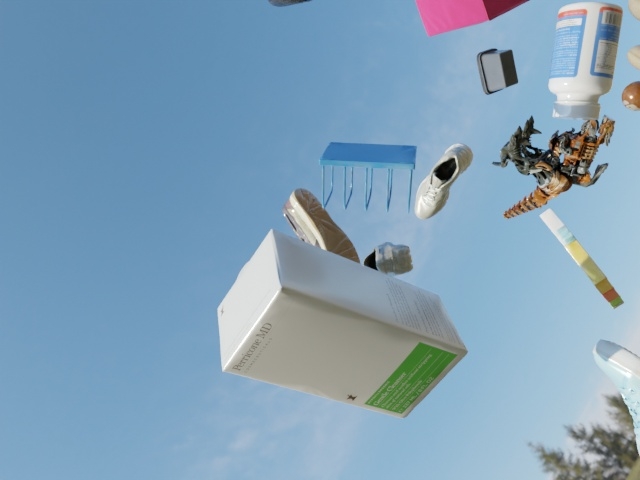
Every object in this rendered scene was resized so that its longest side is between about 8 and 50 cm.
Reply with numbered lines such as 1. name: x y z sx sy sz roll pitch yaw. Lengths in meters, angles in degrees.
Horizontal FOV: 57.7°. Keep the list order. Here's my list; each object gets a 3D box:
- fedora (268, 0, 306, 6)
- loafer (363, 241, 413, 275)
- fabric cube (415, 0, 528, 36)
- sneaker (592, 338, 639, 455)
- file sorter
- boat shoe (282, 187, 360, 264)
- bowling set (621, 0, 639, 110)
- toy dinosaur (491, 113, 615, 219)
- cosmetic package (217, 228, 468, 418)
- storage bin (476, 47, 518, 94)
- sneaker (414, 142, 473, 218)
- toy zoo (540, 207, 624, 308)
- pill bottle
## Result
1. fedora: -0.017 -0.567 1.165 0.334 0.334 0.152 -35 -64 -31
2. loafer: 0.175 0.060 1.682 0.112 0.319 0.112 -10 -95 -7
3. fabric cube: 0.380 -0.672 1.388 0.254 0.258 0.259 -29 -72 -12
4. sneaker: 0.639 0.353 1.088 0.150 0.366 0.135 -44 -21 2
5. file sorter: 0.092 -0.118 1.095 0.118 0.170 0.104 -68 -21 -63
6. boat shoe: 0.000 0.000 1.500 0.103 0.285 0.092 -27 -11 -48
7. bowling set: 0.621 -0.285 0.974 0.287 0.154 0.199 2 -51 -16
8. toy dinosaur: 0.543 -0.179 1.390 0.322 0.218 0.164 -53 -11 14
9. cosmetic package: 0.034 0.149 0.981 0.366 0.155 0.197 20 -60 -26
10. storage bin: 0.559 -0.528 1.800 0.098 0.091 0.135 -23 -72 -18
11. sneaker: 0.342 -0.166 1.715 0.121 0.099 0.262 -32 -27 -54
12. toy zoo: 0.572 0.038 1.275 0.030 0.192 0.293 -38 -34 18
13. pill bottle: 0.540 -0.364 1.199 0.124 0.124 0.221 -6 -75 -48
